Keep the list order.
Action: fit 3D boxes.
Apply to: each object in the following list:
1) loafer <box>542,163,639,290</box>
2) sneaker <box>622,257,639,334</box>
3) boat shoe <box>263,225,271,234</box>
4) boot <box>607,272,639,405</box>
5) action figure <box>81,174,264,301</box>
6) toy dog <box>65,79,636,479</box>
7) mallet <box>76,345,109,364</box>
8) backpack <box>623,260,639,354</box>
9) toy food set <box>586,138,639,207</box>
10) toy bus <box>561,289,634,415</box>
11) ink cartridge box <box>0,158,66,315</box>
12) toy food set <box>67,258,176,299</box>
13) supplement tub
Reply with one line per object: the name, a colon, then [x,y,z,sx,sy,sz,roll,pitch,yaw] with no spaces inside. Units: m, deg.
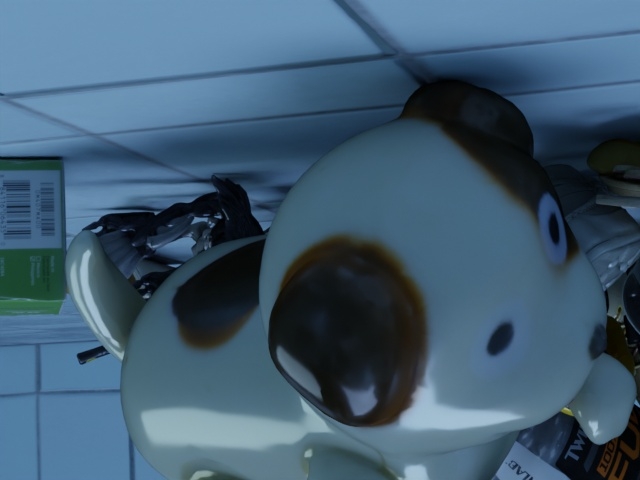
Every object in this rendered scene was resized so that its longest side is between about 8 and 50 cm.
loafer: [0.193,-0.004,1.167,0.112,0.111,0.319,-42,173,7]
sneaker: [0.408,-0.026,1.175,0.330,0.122,0.146,-20,-166,25]
boat shoe: [0.000,0.000,1.284,0.092,0.103,0.285,10,163,-39]
boot: [0.328,0.101,1.593,0.095,0.262,0.203,-29,157,33]
action figure: [-0.115,0.034,1.256,0.141,0.164,0.275,-39,-161,-24]
toy dog: [0.035,0.063,0.974,0.284,0.395,0.408,-44,178,-31]
mallet: [-0.205,0.116,1.769,0.189,0.039,0.062,-21,165,-1]
backpack: [0.451,0.088,1.473,0.273,0.290,0.355,-20,177,10]
toy food set: [0.262,-0.052,1.055,0.132,0.039,0.192,4,-171,10]
toy bus: [0.158,0.100,1.368,0.220,0.149,0.211,40,119,-21]
ink cartridge box: [-0.239,0.004,1.167,0.062,0.109,0.209,0,173,-12]
toy food set: [-0.323,0.074,1.791,0.306,0.092,0.220,-5,173,12]
supplement tub: [0.278,0.248,1.657,0.316,0.194,0.193,31,157,-28]
